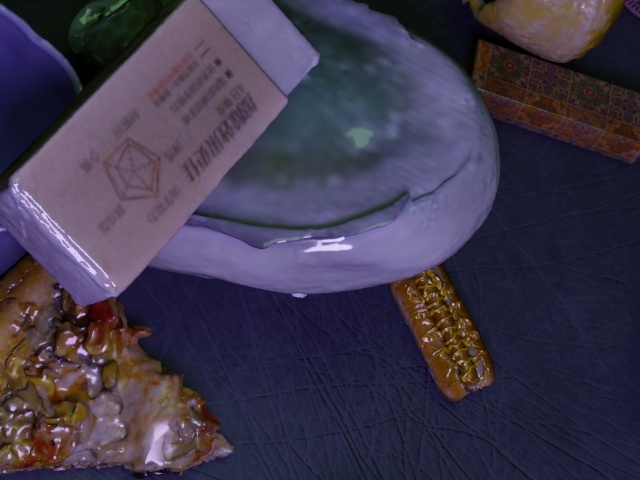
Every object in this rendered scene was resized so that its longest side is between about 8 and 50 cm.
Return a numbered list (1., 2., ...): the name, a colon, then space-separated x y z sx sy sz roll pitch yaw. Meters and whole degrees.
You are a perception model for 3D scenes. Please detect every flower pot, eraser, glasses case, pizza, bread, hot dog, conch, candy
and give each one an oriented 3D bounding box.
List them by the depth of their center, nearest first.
1. eraser: -0.148 -0.105 1.567 0.144 0.078 0.343 48 57 -15
2. flower pot: -0.367 -0.072 1.653 0.265 0.243 0.265 5 67 -12
3. pizza: -0.250 0.165 1.673 0.288 0.074 0.251 43 65 8
4. candy: -0.025 -0.089 1.746 0.427 0.186 0.386 18 54 25
5. hot dog: 0.129 0.090 1.826 0.071 0.045 0.165 -19 73 -21
6. conch: -0.208 -0.227 1.841 0.106 0.173 0.116 44 104 -10
7. bread: 0.271 -0.306 1.959 0.171 0.197 0.197 21 61 -18
8. glasses case: 0.272 -0.158 1.980 0.218 0.049 0.075 18 59 -7

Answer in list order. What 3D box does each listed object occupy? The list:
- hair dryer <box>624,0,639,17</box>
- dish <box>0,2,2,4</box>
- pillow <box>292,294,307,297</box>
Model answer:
1. hair dryer: 0.362 -0.430 2.104 0.352 0.125 0.210 32 60 8
2. dish: -0.434 -0.202 1.781 0.234 0.064 0.154 2 48 -13
3. pillow: -0.001 0.001 1.828 0.136 0.055 0.091 -31 95 -24
